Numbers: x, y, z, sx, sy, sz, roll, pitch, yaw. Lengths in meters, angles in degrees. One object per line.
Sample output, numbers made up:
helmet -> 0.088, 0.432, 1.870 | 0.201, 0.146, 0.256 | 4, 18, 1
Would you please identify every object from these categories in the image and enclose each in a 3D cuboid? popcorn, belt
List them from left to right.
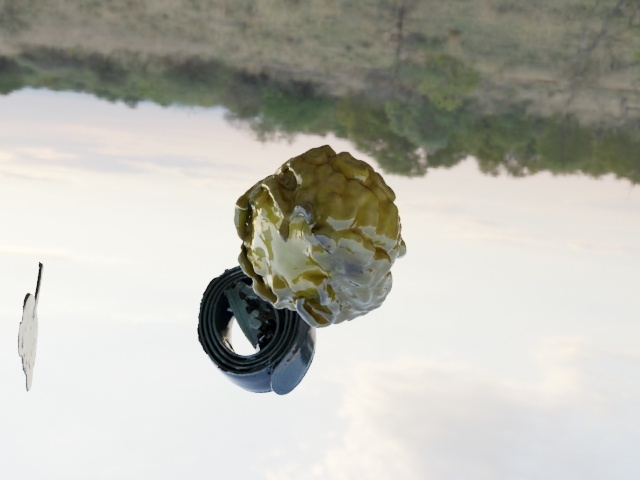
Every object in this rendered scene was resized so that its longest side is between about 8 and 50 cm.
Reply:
belt -> -0.110, 0.165, 1.561 | 0.207, 0.116, 0.267 | -21, -129, 5
popcorn -> 0.000, 0.000, 1.125 | 0.250, 0.250, 0.190 | 15, -134, 46

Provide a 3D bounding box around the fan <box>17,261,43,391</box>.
fan -> -0.482, 0.128, 1.445 | 0.008, 0.152, 0.226 | 1, -132, -7
